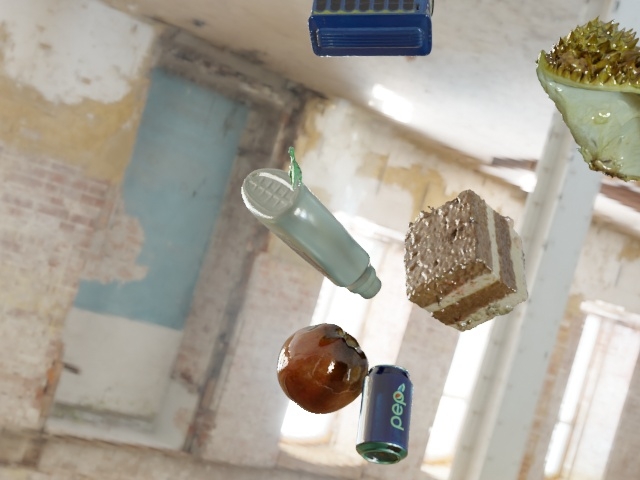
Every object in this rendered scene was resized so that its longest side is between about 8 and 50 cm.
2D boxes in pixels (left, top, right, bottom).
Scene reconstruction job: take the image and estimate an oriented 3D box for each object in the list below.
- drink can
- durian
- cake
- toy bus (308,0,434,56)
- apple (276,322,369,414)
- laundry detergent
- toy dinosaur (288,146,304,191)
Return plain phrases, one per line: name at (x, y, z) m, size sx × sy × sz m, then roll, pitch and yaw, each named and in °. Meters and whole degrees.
drink can at (0.142, 0.381, 2.081) m, size 0.118 × 0.205 × 0.118 m, roll 6°, pitch 149°, yaw 4°
durian at (0.353, -0.168, 1.128) m, size 0.139 × 0.144 × 0.252 m, roll -26°, pitch 139°, yaw 17°
cake at (0.393, 0.066, 2.539) m, size 0.255 × 0.282 × 0.290 m, roll -30°, pitch 132°, yaw 35°
toy bus at (0.124, -0.538, 2.249) m, size 0.287 × 0.175 × 0.138 m, roll 2°, pitch 147°, yaw 9°
apple at (0.011, 0.311, 2.338) m, size 0.229 × 0.230 × 0.230 m, roll 17°, pitch 178°, yaw 0°
laundry detergent at (0.000, 0.000, 2.209) m, size 0.398 × 0.125 × 0.264 m, roll 43°, pitch 173°, yaw -35°
toy dinosaur at (-0.039, -0.109, 1.437) m, size 0.021 × 0.062 × 0.083 m, roll -9°, pitch -168°, yaw 2°
